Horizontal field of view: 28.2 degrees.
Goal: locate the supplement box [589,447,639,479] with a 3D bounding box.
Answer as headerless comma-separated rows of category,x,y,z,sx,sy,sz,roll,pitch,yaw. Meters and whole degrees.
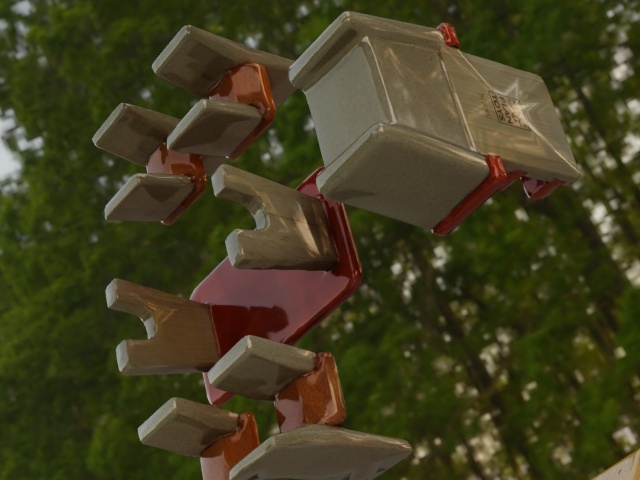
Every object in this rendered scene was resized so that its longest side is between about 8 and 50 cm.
supplement box,0.262,0.259,1.131,0.233,0.078,0.080,116,179,-60

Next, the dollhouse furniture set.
dollhouse furniture set,0.000,0.000,0.703,0.135,0.262,0.259,11,-38,-37
